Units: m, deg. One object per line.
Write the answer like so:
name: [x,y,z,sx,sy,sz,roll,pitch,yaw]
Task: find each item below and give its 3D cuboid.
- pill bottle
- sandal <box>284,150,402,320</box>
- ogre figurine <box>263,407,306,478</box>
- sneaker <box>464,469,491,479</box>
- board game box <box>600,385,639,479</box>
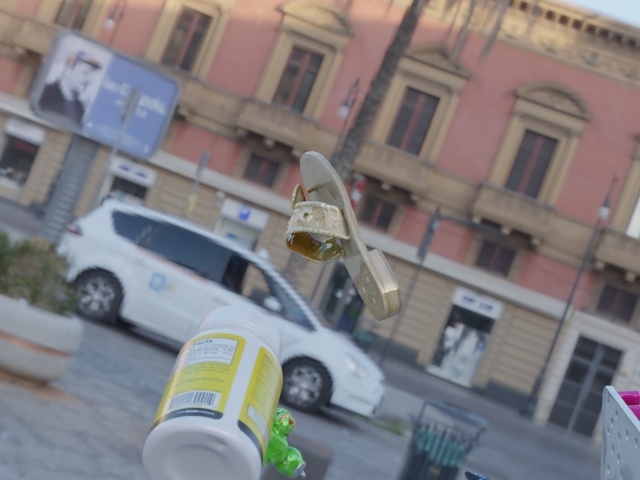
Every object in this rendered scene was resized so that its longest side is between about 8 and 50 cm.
pill bottle: [-0.104,0.168,1.178,0.119,0.119,0.208,21,34,-4]
sandal: [0.001,-0.004,1.245,0.240,0.079,0.088,59,-23,32]
ogre figurine: [-0.086,0.268,1.539,0.118,0.097,0.197,21,-41,62]
sneaker: [0.232,0.517,1.987,0.090,0.232,0.081,35,-12,14]
board game box: [0.422,0.427,1.404,0.050,0.390,0.390,-3,12,0]
